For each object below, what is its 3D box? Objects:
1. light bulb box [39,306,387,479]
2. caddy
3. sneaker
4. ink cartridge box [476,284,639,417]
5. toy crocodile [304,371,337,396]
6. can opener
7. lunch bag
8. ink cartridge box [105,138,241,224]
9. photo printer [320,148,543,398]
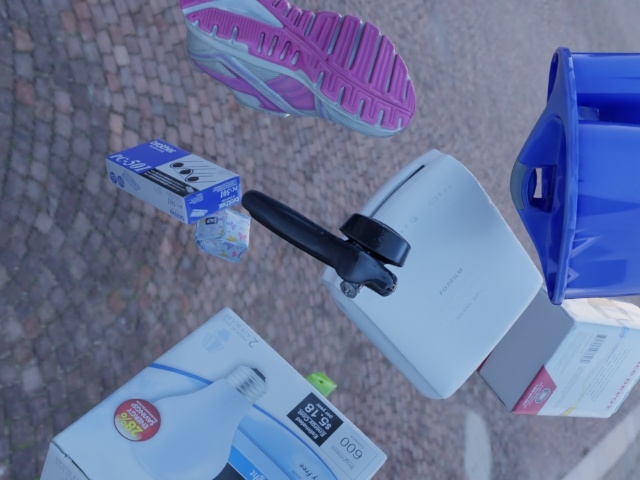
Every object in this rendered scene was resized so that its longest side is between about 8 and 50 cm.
[{"bbox_3d":[-0.165,0.359,1.391,0.358,0.225,0.361,41,47,12],"label":"light bulb box"},{"bbox_3d":[0.314,-0.070,1.095,0.341,0.179,0.241,76,16,-55],"label":"caddy"},{"bbox_3d":[-0.024,-0.174,0.930,0.103,0.252,0.111,-63,-177,-25],"label":"sneaker"},{"bbox_3d":[0.485,0.218,1.790,0.306,0.226,0.131,10,28,-39],"label":"ink cartridge box"},{"bbox_3d":[-0.061,0.442,2.004,0.105,0.115,0.341,-1,112,-61],"label":"toy crocodile"},{"bbox_3d":[0.000,0.000,0.918,0.073,0.186,0.059,-55,151,-19],"label":"can opener"},{"bbox_3d":[-0.155,-0.014,1.458,0.083,0.053,0.071,21,45,-20],"label":"lunch bag"},{"bbox_3d":[-0.215,-0.089,1.350,0.097,0.207,0.046,-25,125,-34],"label":"ink cartridge box"},{"bbox_3d":[0.153,0.044,1.281,0.256,0.107,0.307,-48,128,-9],"label":"photo printer"}]
